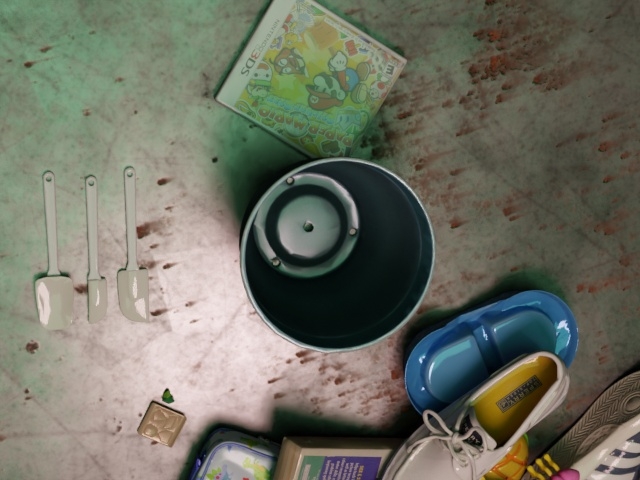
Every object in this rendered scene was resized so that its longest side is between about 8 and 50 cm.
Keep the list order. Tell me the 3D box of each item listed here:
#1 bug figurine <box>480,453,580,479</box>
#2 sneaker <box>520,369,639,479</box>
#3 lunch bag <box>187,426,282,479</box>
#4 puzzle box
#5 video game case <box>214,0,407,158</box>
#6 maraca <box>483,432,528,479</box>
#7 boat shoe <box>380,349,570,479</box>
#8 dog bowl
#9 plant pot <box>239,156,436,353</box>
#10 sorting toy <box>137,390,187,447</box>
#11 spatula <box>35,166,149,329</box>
[{"bbox_3d":[0.354,0.468,1.759,0.216,0.072,0.279,-37,95,-16],"label":"bug figurine"},{"bbox_3d":[0.499,0.359,1.880,0.350,0.131,0.148,-42,106,7],"label":"sneaker"},{"bbox_3d":[-0.135,0.414,1.775,0.176,0.090,0.219,21,95,-15],"label":"lunch bag"},{"bbox_3d":[0.011,0.508,1.787,0.272,0.052,0.408,10,99,-39],"label":"puzzle box"},{"bbox_3d":[-0.014,-0.245,1.712,0.227,0.026,0.206,30,93,-15],"label":"video game case"},{"bbox_3d":[0.286,0.340,1.831,0.127,0.099,0.185,-4,122,-27],"label":"maraca"},{"bbox_3d":[0.228,0.295,1.693,0.367,0.156,0.136,-38,70,0],"label":"boat shoe"},{"bbox_3d":[0.268,0.181,1.823,0.297,0.074,0.165,-24,104,-6],"label":"dog bowl"},{"bbox_3d":[0.000,0.000,1.641,0.272,0.255,0.271,-2,101,-12],"label":"plant pot"},{"bbox_3d":[-0.243,0.278,1.768,0.062,0.012,0.083,27,97,-10],"label":"sorting toy"},{"bbox_3d":[-0.346,0.013,1.696,0.168,0.019,0.241,-3,101,-10],"label":"spatula"}]
